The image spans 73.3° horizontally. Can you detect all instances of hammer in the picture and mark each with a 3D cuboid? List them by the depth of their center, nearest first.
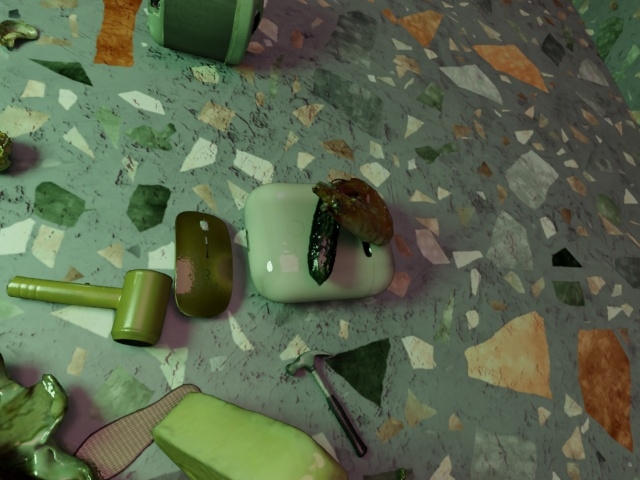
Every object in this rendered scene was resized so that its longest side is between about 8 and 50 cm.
[{"bbox_3d":[0.031,0.347,0.927,0.103,0.029,0.246,-30,82,-30],"label":"hammer"}]

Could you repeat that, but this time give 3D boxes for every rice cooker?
[{"bbox_3d":[-0.286,-0.613,1.098,0.277,0.288,0.288,7,64,-18],"label":"rice cooker"}]

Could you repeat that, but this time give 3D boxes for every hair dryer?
[{"bbox_3d":[-0.436,0.118,0.814,0.279,0.090,0.135,9,65,-12],"label":"hair dryer"}]

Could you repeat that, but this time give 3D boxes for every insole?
[{"bbox_3d":[-0.332,0.348,0.785,0.253,0.005,0.086,-29,80,-31],"label":"insole"}]

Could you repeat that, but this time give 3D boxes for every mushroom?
[{"bbox_3d":[-0.502,0.327,0.661,0.344,0.130,0.247,42,42,-1],"label":"mushroom"}]

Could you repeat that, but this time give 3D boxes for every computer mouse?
[{"bbox_3d":[-0.254,0.043,0.925,0.126,0.056,0.245,10,60,-34],"label":"computer mouse"}]

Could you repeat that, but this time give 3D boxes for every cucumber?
[{"bbox_3d":[0.011,-0.024,0.904,0.067,0.067,0.245,20,60,-13],"label":"cucumber"}]

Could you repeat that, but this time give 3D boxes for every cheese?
[{"bbox_3d":[-0.082,0.429,0.711,0.384,0.384,0.104,45,51,2],"label":"cheese"}]

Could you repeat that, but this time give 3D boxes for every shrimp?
[{"bbox_3d":[0.074,-0.074,0.904,0.294,0.062,0.154,20,56,-54],"label":"shrimp"}]

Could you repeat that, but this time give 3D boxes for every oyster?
[{"bbox_3d":[-0.713,-0.475,1.008,0.083,0.038,0.080,2,74,-50],"label":"oyster"}]

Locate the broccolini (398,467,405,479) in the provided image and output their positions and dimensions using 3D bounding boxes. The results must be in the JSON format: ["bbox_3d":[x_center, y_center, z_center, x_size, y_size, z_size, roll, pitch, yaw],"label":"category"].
[{"bbox_3d":[0.128,0.556,0.870,0.194,0.054,0.052,-45,119,-39],"label":"broccolini"}]

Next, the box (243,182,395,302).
[{"bbox_3d":[0.000,-0.001,1.010,0.349,0.141,0.288,-1,66,-23],"label":"box"}]

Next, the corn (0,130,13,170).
[{"bbox_3d":[-0.739,-0.181,0.816,0.260,0.091,0.091,-1,32,-23],"label":"corn"}]
